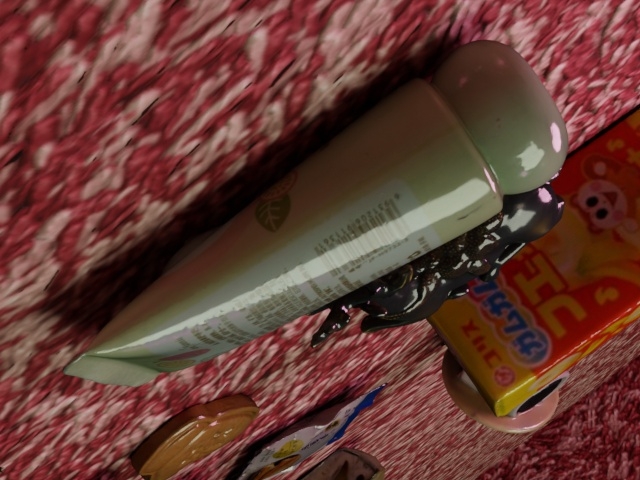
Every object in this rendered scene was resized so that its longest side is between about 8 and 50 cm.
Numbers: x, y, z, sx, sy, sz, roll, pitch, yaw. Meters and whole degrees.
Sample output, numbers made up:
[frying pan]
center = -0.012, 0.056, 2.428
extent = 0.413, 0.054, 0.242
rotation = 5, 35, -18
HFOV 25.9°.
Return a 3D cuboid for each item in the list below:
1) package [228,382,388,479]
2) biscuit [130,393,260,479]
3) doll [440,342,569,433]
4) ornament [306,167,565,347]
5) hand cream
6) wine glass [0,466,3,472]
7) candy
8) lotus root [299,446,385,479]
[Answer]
[package]
center = -0.020, 0.216, 1.486
extent = 0.173, 0.027, 0.171
rotation = -23, 160, -27
[biscuit]
center = -0.110, 0.175, 1.197
extent = 0.118, 0.023, 0.140
rotation = -44, 162, 26
[doll]
center = 0.204, 0.095, 1.449
extent = 0.208, 0.144, 0.271
rotation = -58, 166, 1
[ornament]
center = 0.069, 0.001, 0.966
extent = 0.202, 0.080, 0.236
rotation = -36, 164, 16
[hand cream]
center = 0.000, 0.000, 0.808
extent = 0.306, 0.093, 0.147
rotation = -35, 168, 3
[wine glass]
center = -0.300, 0.270, 0.880
extent = 0.321, 0.143, 0.143
rotation = -40, 163, 17
[candy]
center = 0.222, 0.014, 1.201
extent = 0.276, 0.146, 0.088
rotation = -34, 163, -1
[lotus root]
center = 0.017, 0.324, 1.796
extent = 0.143, 0.070, 0.144
rotation = -41, 160, -3
